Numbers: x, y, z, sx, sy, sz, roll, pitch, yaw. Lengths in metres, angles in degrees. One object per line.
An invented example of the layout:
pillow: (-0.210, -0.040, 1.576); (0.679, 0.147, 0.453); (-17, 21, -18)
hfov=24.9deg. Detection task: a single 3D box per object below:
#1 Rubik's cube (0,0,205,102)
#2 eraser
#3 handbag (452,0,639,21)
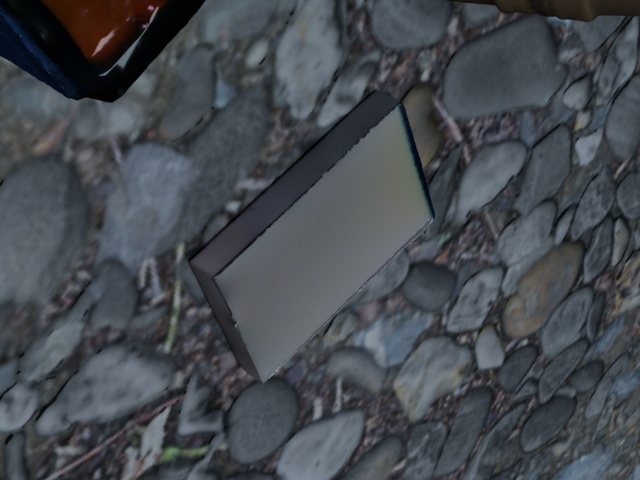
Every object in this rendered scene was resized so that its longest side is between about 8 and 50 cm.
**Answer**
Rubik's cube: (-0.100, -0.178, 0.442); (0.180, 0.167, 0.183); (-52, 145, -11)
eraser: (0.000, 0.000, 0.817); (0.150, 0.023, 0.104); (-43, 142, -19)
handbag: (0.096, -0.226, 0.583); (0.302, 0.149, 0.283); (83, 24, -43)
